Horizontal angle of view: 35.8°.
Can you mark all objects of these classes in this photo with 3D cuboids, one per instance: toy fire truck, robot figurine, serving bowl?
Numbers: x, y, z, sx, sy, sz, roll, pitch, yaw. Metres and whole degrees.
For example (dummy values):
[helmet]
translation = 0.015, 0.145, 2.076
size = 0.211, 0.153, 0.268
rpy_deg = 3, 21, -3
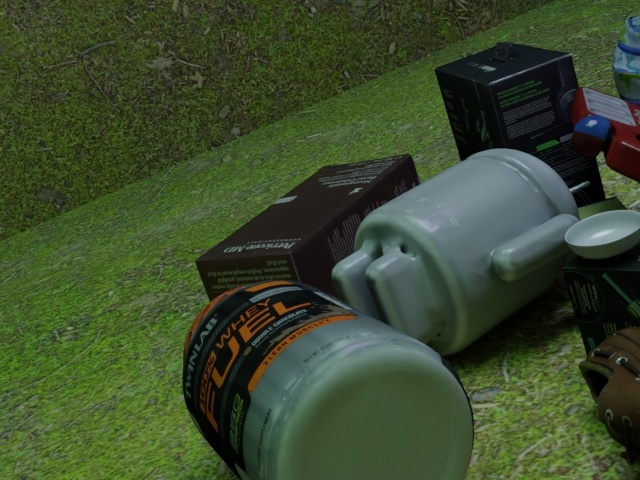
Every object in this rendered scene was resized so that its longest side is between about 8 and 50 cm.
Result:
[toy fire truck]
translation = 0.429, -0.105, 1.214
size = 0.253, 0.170, 0.302
rpy_deg = 18, 24, 6
[robot figurine]
translation = 0.185, 0.010, 1.239
size = 0.353, 0.200, 0.300
rpy_deg = -29, 18, -30
[serving bowl]
translation = 0.301, -0.002, 1.041
size = 0.083, 0.027, 0.083
rpy_deg = -19, 17, 6

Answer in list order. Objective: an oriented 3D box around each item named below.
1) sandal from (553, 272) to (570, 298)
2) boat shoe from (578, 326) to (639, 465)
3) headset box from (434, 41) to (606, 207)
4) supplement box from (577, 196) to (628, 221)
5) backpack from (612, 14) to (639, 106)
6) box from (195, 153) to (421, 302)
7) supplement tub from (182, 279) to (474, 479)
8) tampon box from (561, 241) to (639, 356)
[sandal]
translation = 0.369, 0.055, 1.185
size = 0.180, 0.049, 0.072
rpy_deg = -8, 21, -14
[boat shoe]
translation = 0.300, 0.160, 0.857
size = 0.104, 0.111, 0.307
rpy_deg = -21, 8, 8
[headset box]
translation = 0.296, -0.155, 1.487
size = 0.131, 0.283, 0.246
rpy_deg = -21, 17, -6
[supplement box]
translation = 0.378, -0.012, 1.347
size = 0.083, 0.056, 0.083
rpy_deg = -17, 17, 7
[backpack]
translation = 0.668, -0.292, 1.634
size = 0.355, 0.273, 0.290
rpy_deg = -24, 20, 27
[box]
translation = 0.000, 0.000, 1.569
size = 0.191, 0.143, 0.381
rpy_deg = -5, 24, 36
[supplement tub]
translation = -0.015, 0.157, 0.997
size = 0.207, 0.207, 0.338
rpy_deg = -25, 18, -19
[tampon box]
translation = 0.361, 0.060, 1.043
size = 0.161, 0.121, 0.101
rpy_deg = 1, 28, 47
